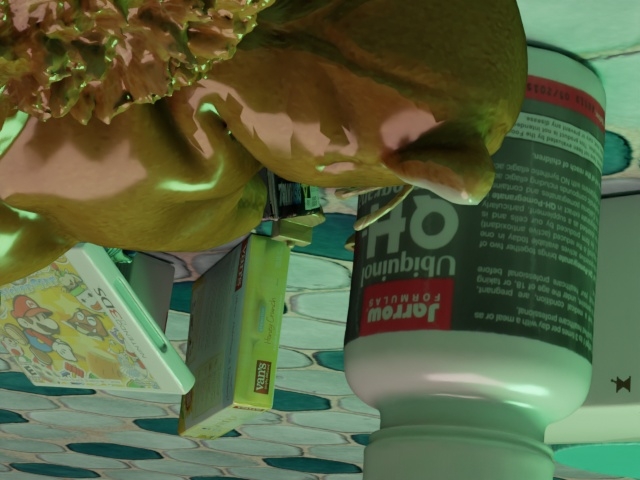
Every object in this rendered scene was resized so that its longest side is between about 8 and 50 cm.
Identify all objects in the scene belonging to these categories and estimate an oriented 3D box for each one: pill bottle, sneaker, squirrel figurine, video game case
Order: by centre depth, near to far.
[{"bbox_3d":[-0.086,-0.107,1.020,0.370,0.281,0.397,2,162,14],"label":"squirrel figurine"},{"bbox_3d":[0.108,0.034,1.386,0.176,0.318,0.176,5,164,1],"label":"pill bottle"},{"bbox_3d":[-0.206,0.008,1.921,0.058,0.052,0.135,4,166,-12],"label":"sneaker"},{"bbox_3d":[-0.259,0.074,1.953,0.227,0.026,0.206,0,134,40],"label":"video game case"}]

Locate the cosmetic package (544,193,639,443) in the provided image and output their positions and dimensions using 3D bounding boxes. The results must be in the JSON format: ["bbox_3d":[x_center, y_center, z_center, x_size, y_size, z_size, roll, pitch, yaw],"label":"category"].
[{"bbox_3d":[0.261,0.073,1.720,0.365,0.197,0.155,-8,160,37],"label":"cosmetic package"}]

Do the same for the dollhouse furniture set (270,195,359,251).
[{"bbox_3d":[0.000,0.000,1.674,0.151,0.123,0.144,14,163,-28],"label":"dollhouse furniture set"}]

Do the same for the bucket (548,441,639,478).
[{"bbox_3d":[0.348,0.132,1.922,0.281,0.183,0.281,5,165,1],"label":"bucket"}]

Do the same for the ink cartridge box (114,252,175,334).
[{"bbox_3d":[-0.232,0.078,2.070,0.150,0.109,0.063,-9,157,42],"label":"ink cartridge box"}]

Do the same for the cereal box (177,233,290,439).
[{"bbox_3d":[-0.091,0.104,1.998,0.047,0.173,0.240,10,165,-16],"label":"cereal box"}]

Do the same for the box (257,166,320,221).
[{"bbox_3d":[-0.159,-0.033,1.473,0.296,0.073,0.293,-7,179,6],"label":"box"}]
